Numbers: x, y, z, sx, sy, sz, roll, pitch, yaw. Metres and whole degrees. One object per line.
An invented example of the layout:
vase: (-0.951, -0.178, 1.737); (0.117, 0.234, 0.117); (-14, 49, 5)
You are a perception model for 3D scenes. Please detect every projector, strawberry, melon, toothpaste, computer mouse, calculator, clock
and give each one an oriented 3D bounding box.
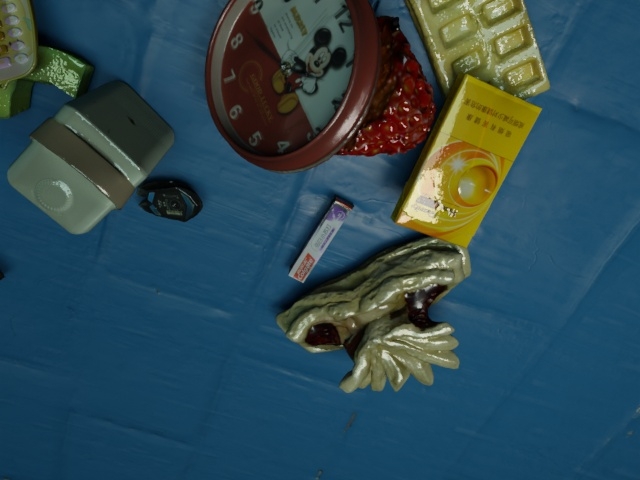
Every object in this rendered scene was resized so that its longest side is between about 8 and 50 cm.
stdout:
projector: (-0.372, -0.139, 0.814); (0.177, 0.242, 0.163); (-39, 113, 17)
strawberry: (0.103, -0.232, 0.813); (0.178, 0.234, 0.234); (15, 121, -39)
melon: (-0.493, -0.276, 0.845); (0.209, 0.064, 0.118); (-3, 117, 0)
toothpaste: (0.000, 0.000, 0.995); (0.047, 0.040, 0.196); (28, 115, -11)
computer mouse: (-0.290, -0.081, 0.952); (0.135, 0.047, 0.079); (4, 125, 9)
calculator: (-0.526, -0.355, 0.778); (0.157, 0.033, 0.237); (-10, 93, 5)
clock: (-0.050, -0.265, 0.762); (0.318, 0.080, 0.319); (1, 92, 33)

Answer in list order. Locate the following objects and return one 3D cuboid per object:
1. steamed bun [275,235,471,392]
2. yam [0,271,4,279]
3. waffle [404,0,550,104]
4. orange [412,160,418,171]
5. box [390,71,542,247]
steamed bun: (0.136, 0.177, 1.011); (0.428, 0.189, 0.247); (-25, 122, 12)
yam: (-0.769, 0.026, 0.973); (0.128, 0.129, 0.238); (-7, 124, 44)
waffle: (0.258, -0.331, 0.808); (0.168, 0.057, 0.274); (-24, 115, 13)
orange: (0.212, -0.122, 0.907); (0.083, 0.083, 0.084); (0, 118, 0)
box: (0.244, -0.128, 0.841); (0.152, 0.043, 0.269); (18, 109, -13)
